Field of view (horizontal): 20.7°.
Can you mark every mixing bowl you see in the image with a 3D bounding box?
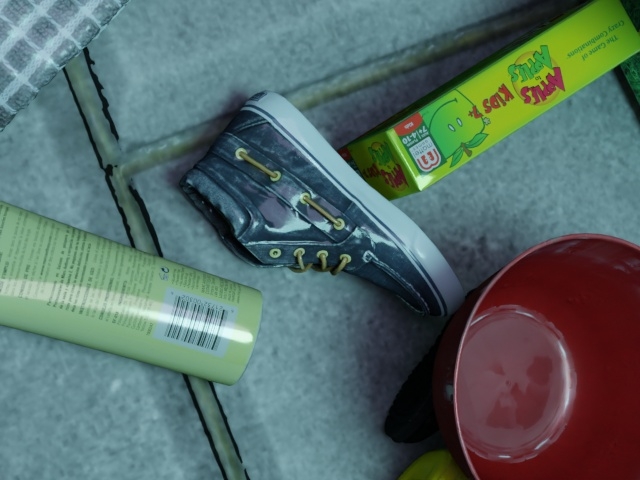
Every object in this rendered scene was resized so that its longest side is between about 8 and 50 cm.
[{"bbox_3d":[0.135,0.088,1.047,0.181,0.098,0.181,1,87,-26],"label":"mixing bowl"}]

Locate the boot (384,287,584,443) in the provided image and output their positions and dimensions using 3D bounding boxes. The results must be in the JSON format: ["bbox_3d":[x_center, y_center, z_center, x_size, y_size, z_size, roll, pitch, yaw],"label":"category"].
[{"bbox_3d":[0.109,0.100,1.114,0.099,0.045,0.121,39,75,-18],"label":"boot"}]

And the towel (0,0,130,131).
[{"bbox_3d":[-0.174,-0.235,1.003,0.235,0.121,0.283,43,73,-12],"label":"towel"}]

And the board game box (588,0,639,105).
[{"bbox_3d":[0.272,-0.121,1.166,0.136,0.030,0.259,-27,95,14],"label":"board game box"}]

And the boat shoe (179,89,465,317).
[{"bbox_3d":[0.000,0.000,1.076,0.183,0.065,0.083,44,75,-5],"label":"boat shoe"}]

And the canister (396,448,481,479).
[{"bbox_3d":[0.098,0.226,1.080,0.170,0.073,0.126,43,73,-9],"label":"canister"}]

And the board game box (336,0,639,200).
[{"bbox_3d":[0.105,-0.088,1.102,0.181,0.092,0.043,-32,95,-19],"label":"board game box"}]

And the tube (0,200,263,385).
[{"bbox_3d":[-0.154,0.022,1.021,0.240,0.070,0.062,18,105,-16],"label":"tube"}]
